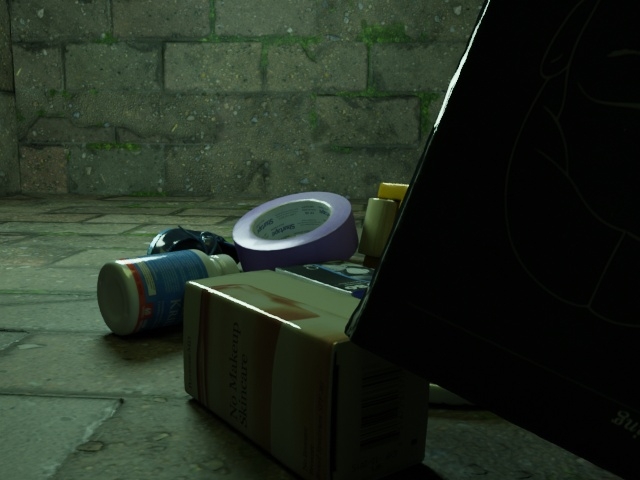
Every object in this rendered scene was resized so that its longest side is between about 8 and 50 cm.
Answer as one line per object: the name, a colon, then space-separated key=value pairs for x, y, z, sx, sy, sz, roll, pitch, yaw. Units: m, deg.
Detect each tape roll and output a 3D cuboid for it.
tape roll: x=-0.056 y=-0.011 z=1.510 sx=0.275 sy=0.090 sz=0.274 roll=-12 pitch=27 yaw=6

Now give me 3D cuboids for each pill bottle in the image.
pill bottle: x=-0.248 y=0.080 z=1.128 sx=0.222 sy=0.124 sz=0.124 roll=-9 pitch=13 yaw=-42

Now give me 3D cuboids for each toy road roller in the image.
toy road roller: x=0.265 y=0.003 z=1.443 sx=0.241 sy=0.202 sz=0.330 roll=12 pitch=1 yaw=-38

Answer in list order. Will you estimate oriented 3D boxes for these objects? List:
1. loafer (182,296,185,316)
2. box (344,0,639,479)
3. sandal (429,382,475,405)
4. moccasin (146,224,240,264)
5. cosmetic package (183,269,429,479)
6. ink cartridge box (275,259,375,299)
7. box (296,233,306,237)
loafer: x=-0.087 y=0.115 z=1.034 sx=0.268 sy=0.096 sz=0.084 roll=4 pitch=19 yaw=2
box: x=0.346 y=-0.055 z=0.520 sx=0.480 sy=0.471 sz=0.297 roll=25 pitch=15 yaw=15
sandal: x=0.085 y=0.115 z=0.879 sx=0.417 sy=0.102 sz=0.169 roll=11 pitch=22 yaw=16
moccasin: x=-0.257 y=0.027 z=1.425 sx=0.117 sy=0.137 sz=0.342 roll=7 pitch=11 yaw=11
cosmetic package: x=-0.030 y=0.133 z=0.732 sx=0.129 sy=0.153 sz=0.296 roll=-5 pitch=9 yaw=-36
ink cartridge box: x=0.066 y=0.096 z=1.238 sx=0.165 sy=0.065 sz=0.333 roll=-5 pitch=12 yaw=-34
box: x=0.000 y=0.000 z=1.698 sx=0.087 sy=0.101 sz=0.101 roll=9 pitch=14 yaw=34
